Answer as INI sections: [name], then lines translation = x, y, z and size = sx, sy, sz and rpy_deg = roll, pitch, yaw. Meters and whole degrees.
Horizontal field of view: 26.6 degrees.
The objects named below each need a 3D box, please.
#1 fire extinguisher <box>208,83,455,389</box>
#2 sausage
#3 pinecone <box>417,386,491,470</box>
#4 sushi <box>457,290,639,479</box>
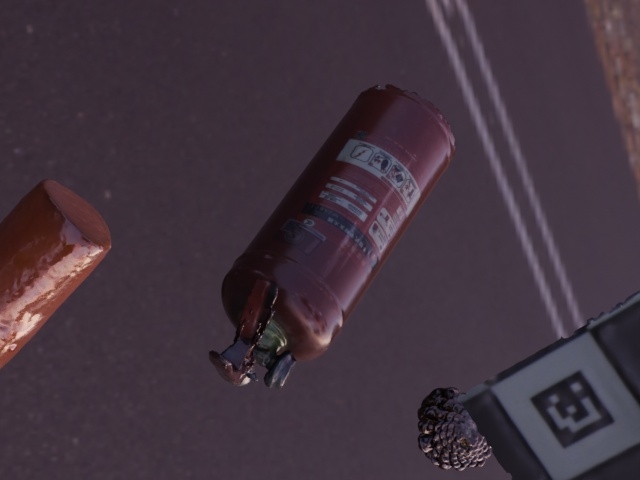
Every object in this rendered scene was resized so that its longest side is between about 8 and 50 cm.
[fire extinguisher]
translation = 0.000, 0.000, 1.114
size = 0.337, 0.106, 0.147
rpy_deg = -56, 166, -35
[sausage]
translation = -0.340, 0.055, 1.460
size = 0.113, 0.259, 0.113
rpy_deg = 41, 17, -15
[pinecone]
translation = 0.125, 0.178, 1.283
size = 0.083, 0.077, 0.077
rpy_deg = -137, -147, -75
[sushi]
translation = 0.289, 0.139, 0.613
size = 0.343, 0.359, 0.064
rpy_deg = 56, 24, -1
